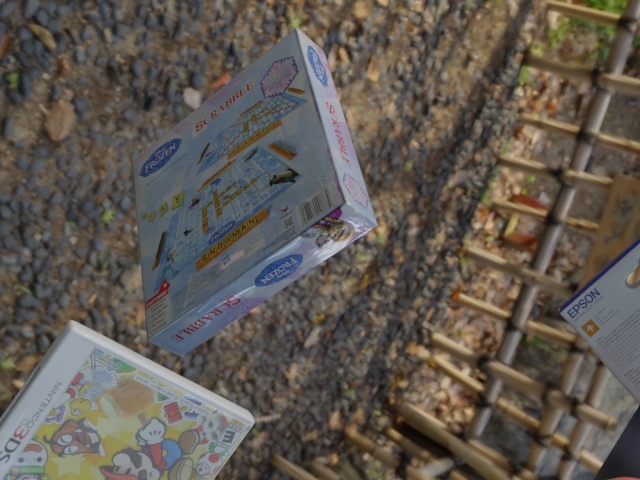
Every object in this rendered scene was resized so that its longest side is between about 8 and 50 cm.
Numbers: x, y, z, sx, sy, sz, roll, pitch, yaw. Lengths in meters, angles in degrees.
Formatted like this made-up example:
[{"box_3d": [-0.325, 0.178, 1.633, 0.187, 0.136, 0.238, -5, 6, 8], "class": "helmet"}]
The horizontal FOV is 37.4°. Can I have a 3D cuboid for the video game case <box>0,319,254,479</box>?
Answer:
[{"box_3d": [-0.212, 0.215, 0.952, 0.227, 0.026, 0.206, 33, 95, -29], "class": "video game case"}]

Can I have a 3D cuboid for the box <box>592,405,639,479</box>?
[{"box_3d": [0.463, 0.401, 1.149, 0.182, 0.296, 0.294, 11, 117, -22], "class": "box"}]

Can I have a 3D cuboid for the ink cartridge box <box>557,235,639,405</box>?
[{"box_3d": [0.406, 0.087, 0.994, 0.223, 0.224, 0.045, -46, 161, 24], "class": "ink cartridge box"}]

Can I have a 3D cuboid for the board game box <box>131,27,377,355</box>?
[{"box_3d": [-0.102, -0.065, 1.201, 0.318, 0.318, 0.066, -34, 137, 23], "class": "board game box"}]

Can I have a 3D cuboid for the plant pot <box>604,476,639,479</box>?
[{"box_3d": [0.204, 0.365, 0.882, 0.275, 0.243, 0.275, 18, 63, -41], "class": "plant pot"}]
